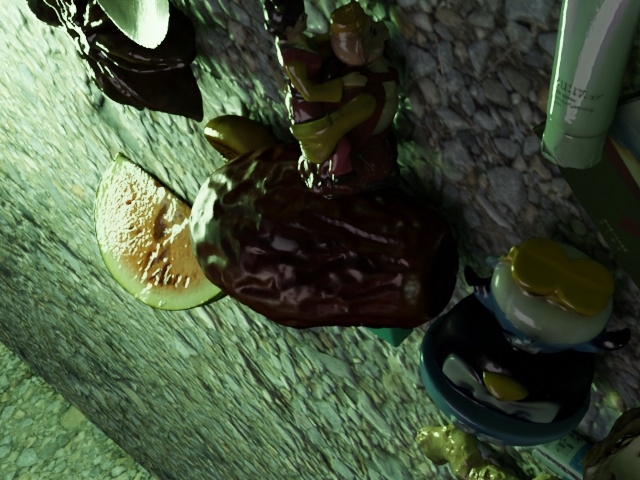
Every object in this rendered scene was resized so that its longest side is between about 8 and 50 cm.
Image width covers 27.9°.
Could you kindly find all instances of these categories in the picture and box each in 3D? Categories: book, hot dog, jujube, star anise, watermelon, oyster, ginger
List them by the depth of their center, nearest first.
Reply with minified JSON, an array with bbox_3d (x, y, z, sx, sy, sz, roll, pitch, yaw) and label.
[{"bbox_3d":[0.296,-0.032,0.967,0.201,0.026,0.289,55,157,-9],"label":"book"},{"bbox_3d":[0.347,0.212,1.220,0.166,0.094,0.294,27,145,4],"label":"oyster"},{"bbox_3d":[0.000,0.000,1.350,0.290,0.197,0.197,16,144,27],"label":"jujube"},{"bbox_3d":[-0.241,-0.258,1.473,0.315,0.108,0.315,39,159,18],"label":"star anise"},{"bbox_3d":[-0.075,-0.104,1.488,0.140,0.060,0.090,31,157,50],"label":"hot dog"},{"bbox_3d":[0.222,0.308,1.609,0.259,0.065,0.149,16,143,49],"label":"ginger"},{"bbox_3d":[-0.207,0.015,1.895,0.303,0.159,0.128,36,-167,29],"label":"watermelon"}]

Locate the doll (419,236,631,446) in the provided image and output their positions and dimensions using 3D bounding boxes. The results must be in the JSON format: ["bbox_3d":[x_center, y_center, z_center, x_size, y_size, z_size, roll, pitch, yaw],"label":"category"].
[{"bbox_3d":[0.189,0.111,1.246,0.177,0.141,0.314,25,148,8],"label":"doll"}]

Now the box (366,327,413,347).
[{"bbox_3d":[0.009,0.015,1.542,0.229,0.041,0.162,32,152,33],"label":"box"}]

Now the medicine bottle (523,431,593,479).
[{"bbox_3d":[0.286,0.245,1.404,0.191,0.051,0.051,36,155,29],"label":"medicine bottle"}]

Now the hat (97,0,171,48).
[{"bbox_3d":[-0.167,-0.320,1.227,0.252,0.110,0.252,48,155,30],"label":"hat"}]

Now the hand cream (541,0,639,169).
[{"bbox_3d":[0.198,-0.144,0.925,0.078,0.050,0.205,36,141,33],"label":"hand cream"}]

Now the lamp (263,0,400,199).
[{"bbox_3d":[0.016,-0.149,1.186,0.118,0.118,0.253,32,149,33],"label":"lamp"}]
